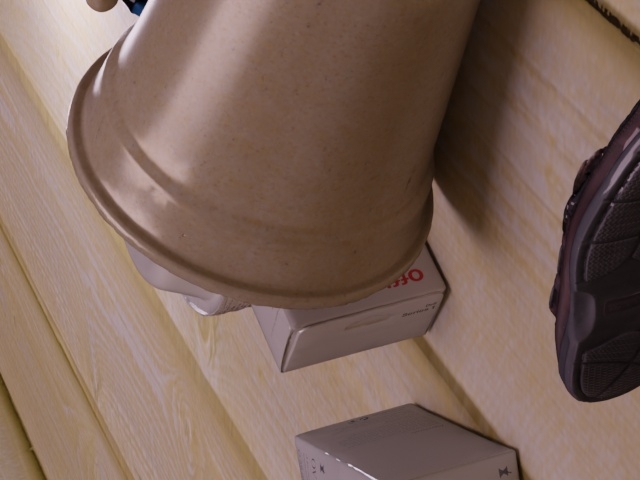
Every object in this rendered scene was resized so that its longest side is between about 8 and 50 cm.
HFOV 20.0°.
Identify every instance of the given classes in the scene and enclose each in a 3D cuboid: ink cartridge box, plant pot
[{"bbox_3d":[0.000,0.000,1.721,0.092,0.160,0.219,107,145,-56],"label":"ink cartridge box"},{"bbox_3d":[-0.010,-0.167,1.486,0.334,0.334,0.305,63,144,33],"label":"plant pot"}]

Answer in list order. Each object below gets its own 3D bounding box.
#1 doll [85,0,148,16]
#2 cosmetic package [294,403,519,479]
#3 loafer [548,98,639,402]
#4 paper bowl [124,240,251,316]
[{"bbox_3d":[-0.159,-0.274,1.926,0.046,0.189,0.129,130,124,-65],"label":"doll"},{"bbox_3d":[0.091,0.293,1.701,0.225,0.138,0.224,-167,65,-66],"label":"cosmetic package"},{"bbox_3d":[0.205,-0.008,1.263,0.302,0.109,0.095,96,157,-48],"label":"loafer"},{"bbox_3d":[-0.148,-0.052,2.103,0.284,0.148,0.284,168,90,-70],"label":"paper bowl"}]
